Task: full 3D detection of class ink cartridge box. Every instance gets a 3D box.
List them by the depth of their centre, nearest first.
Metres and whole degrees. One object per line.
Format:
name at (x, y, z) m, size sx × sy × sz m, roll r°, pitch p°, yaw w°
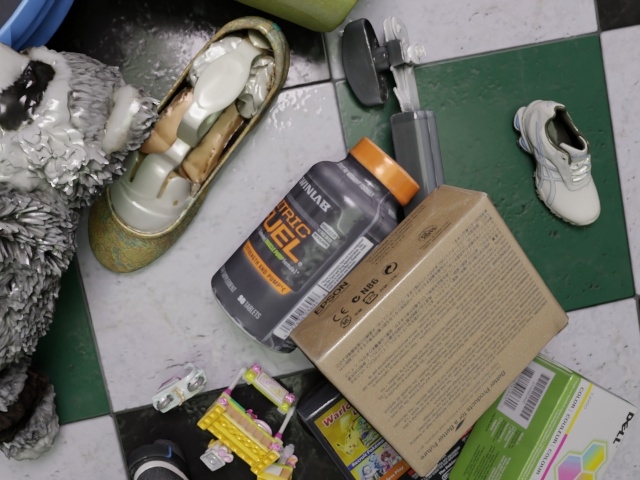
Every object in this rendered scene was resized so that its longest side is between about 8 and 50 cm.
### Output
ink cartridge box at (0.117, 0.091, 0.637) m, size 0.234 × 0.088 × 0.193 m, roll -43°, pitch 114°, yaw -10°
ink cartridge box at (0.312, 0.266, 0.749) m, size 0.255 × 0.097 × 0.189 m, roll 27°, pitch 90°, yaw -25°

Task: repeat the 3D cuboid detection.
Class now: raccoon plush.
raccoon plush at (-0.290, 0.007, 0.649) m, size 0.299 × 0.446 × 0.216 m, roll -32°, pitch 58°, yaw -22°

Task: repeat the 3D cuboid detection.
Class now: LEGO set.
LEGO set at (-0.075, 0.262, 0.759) m, size 0.132 × 0.107 × 0.287 m, roll -22°, pitch 105°, yaw 25°

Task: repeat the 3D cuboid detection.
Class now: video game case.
video game case at (0.144, 0.208, 0.741) m, size 0.274 × 0.035 × 0.248 m, roll -37°, pitch 112°, yaw -12°

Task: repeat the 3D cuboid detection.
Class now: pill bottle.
pill bottle at (0.000, 0.000, 0.695) m, size 0.130 × 0.130 × 0.246 m, roll 42°, pitch 97°, yaw -8°

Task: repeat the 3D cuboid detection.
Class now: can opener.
can opener at (0.101, -0.133, 0.747) m, size 0.093 × 0.074 × 0.281 m, roll -11°, pitch 96°, yaw 30°

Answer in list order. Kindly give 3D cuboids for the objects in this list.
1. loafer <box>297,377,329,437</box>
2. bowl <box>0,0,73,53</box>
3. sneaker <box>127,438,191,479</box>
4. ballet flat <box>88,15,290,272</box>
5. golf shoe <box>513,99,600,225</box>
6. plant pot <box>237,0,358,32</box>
loafer at (0.061, 0.169, 0.756) m, size 0.080 × 0.078 × 0.220 m, roll 39°, pitch 90°, yaw -8°
bowl at (-0.412, -0.321, 0.614) m, size 0.390 × 0.077 × 0.391 m, roll -1°, pitch 86°, yaw 10°
sneaker at (-0.172, 0.322, 0.750) m, size 0.079 × 0.121 × 0.217 m, roll -20°, pitch 131°, yaw -13°
ballet flat at (-0.156, -0.109, 0.691) m, size 0.123 × 0.123 × 0.349 m, roll 37°, pitch 91°, yaw -8°
golf shoe at (0.304, -0.092, 0.756) m, size 0.069 × 0.086 × 0.176 m, roll -34°, pitch 99°, yaw -4°
plant pot at (-0.061, -0.353, 0.624) m, size 0.253 × 0.276 × 0.276 m, roll 22°, pitch 93°, yaw -19°
